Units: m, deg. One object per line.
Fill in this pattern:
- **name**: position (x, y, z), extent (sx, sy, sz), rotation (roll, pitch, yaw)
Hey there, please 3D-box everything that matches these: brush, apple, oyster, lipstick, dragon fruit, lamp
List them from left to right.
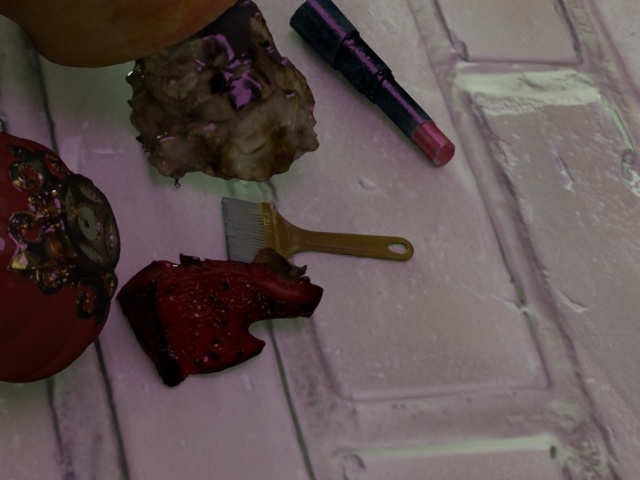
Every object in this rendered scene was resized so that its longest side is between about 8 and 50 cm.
- **lamp**: position (-0.284, 0.018, 1.627), extent (0.227, 0.227, 0.227), rotation (11, 50, -14)
- **apple**: position (-0.206, -0.342, 1.841), extent (0.314, 0.252, 0.309), rotation (42, 48, -21)
- **oyster**: position (-0.104, -0.211, 1.930), extent (0.198, 0.133, 0.337), rotation (5, 54, -24)
- **dragon fruit**: position (-0.083, 0.057, 1.749), extent (0.192, 0.092, 0.122), rotation (-3, 55, -25)
- **brush**: position (0.000, 0.000, 1.885), extent (0.205, 0.011, 0.083), rotation (6, 51, -19)
- **lipstick**: position (0.060, -0.170, 2.028), extent (0.053, 0.053, 0.234), rotation (-31, 75, -38)
